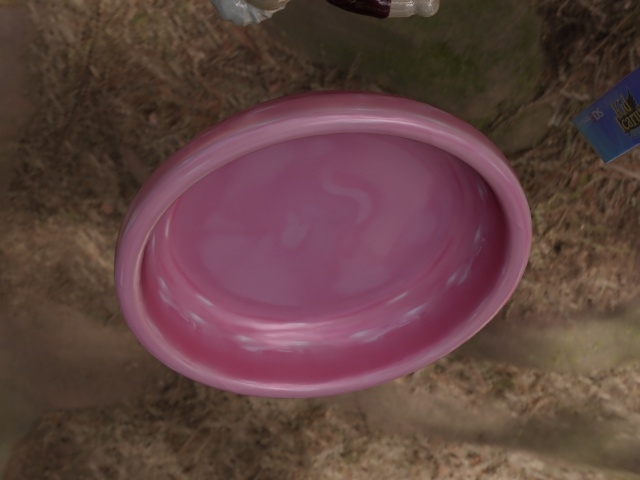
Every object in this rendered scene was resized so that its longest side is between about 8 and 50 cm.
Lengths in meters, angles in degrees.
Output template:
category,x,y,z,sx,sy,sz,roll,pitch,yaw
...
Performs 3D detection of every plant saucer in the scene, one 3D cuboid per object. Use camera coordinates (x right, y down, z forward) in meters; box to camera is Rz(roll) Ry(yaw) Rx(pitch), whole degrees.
category,x,y,z,sx,sy,sz,roll,pitch,yaw
plant saucer,0.000,0.000,0.966,0.332,0.084,0.332,-6,137,-6

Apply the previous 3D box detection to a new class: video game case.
category,x,y,z,sx,sy,sz,roll,pitch,yaw
video game case,0.364,-0.181,1.042,0.244,0.269,0.061,-36,87,-7

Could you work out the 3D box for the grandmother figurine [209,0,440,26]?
category,x,y,z,sx,sy,sz,roll,pitch,yaw
grandmother figurine,0.041,-0.297,1.126,0.342,0.104,0.208,-20,100,22
